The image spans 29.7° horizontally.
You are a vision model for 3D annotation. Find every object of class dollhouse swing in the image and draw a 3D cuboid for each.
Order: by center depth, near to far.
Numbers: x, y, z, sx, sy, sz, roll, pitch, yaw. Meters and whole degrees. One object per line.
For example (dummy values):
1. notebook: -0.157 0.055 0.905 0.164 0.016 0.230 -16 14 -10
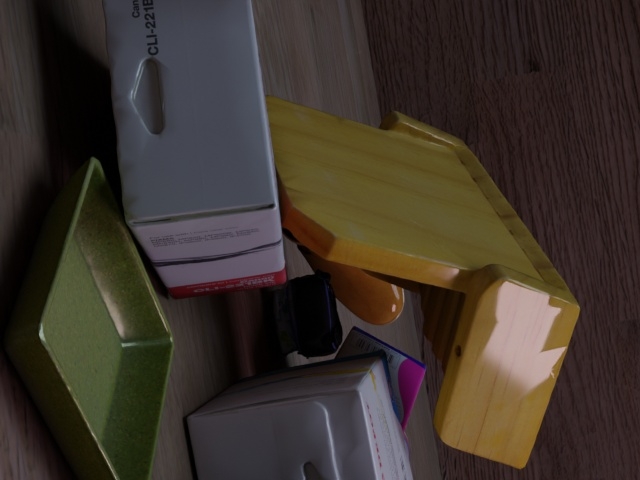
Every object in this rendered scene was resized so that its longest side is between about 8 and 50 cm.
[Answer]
1. dollhouse swing: 0.060 0.041 1.323 0.347 0.305 0.315 -115 -150 -52

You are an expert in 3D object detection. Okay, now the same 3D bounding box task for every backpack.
1. backpack: -0.017 0.097 1.517 0.114 0.084 0.105 54 27 -81

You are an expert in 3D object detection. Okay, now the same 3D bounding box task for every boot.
1. boot: 0.000 -0.001 1.547 0.295 0.104 0.211 57 11 -1

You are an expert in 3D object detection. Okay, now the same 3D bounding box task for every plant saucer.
1. plant saucer: -0.161 0.070 0.839 0.188 0.045 0.188 -87 165 -52

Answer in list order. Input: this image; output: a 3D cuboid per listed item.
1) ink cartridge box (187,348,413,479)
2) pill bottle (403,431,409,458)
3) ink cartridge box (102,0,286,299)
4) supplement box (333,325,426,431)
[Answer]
1. ink cartridge box: -0.011 0.219 1.186 0.232 0.168 0.171 -14 93 -81
2. pill bottle: 0.050 0.313 1.577 0.221 0.124 0.124 -61 140 -76
3. ink cartridge box: -0.097 -0.077 1.004 0.273 0.114 0.197 88 -5 -77
4. supplement box: 0.041 0.215 1.465 0.114 0.111 0.220 -62 177 24
